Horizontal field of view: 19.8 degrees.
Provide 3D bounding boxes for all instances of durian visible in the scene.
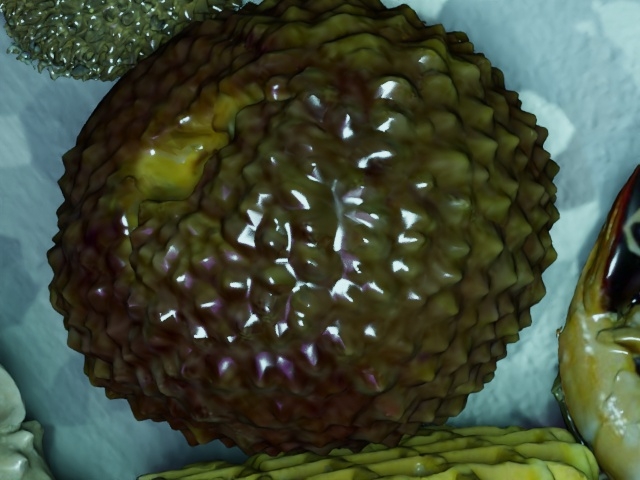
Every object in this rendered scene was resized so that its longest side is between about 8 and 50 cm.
[{"bbox_3d":[-0.113,-0.161,1.032,0.188,0.091,0.148,-39,97,12],"label":"durian"}]

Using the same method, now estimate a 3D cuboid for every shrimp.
[{"bbox_3d":[0.196,0.018,1.013,0.152,0.063,0.287,-17,72,21],"label":"shrimp"}]

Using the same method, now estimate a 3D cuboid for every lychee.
[{"bbox_3d":[0.000,0.000,0.982,0.267,0.267,0.268,1,104,6],"label":"lychee"}]

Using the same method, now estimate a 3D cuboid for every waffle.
[{"bbox_3d":[0.010,0.145,0.993,0.309,0.283,0.065,-11,91,28],"label":"waffle"}]

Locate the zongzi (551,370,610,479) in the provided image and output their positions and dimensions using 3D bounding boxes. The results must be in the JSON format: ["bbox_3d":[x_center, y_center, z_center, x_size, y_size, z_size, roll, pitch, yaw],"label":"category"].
[{"bbox_3d":[0.243,0.135,1.050,0.187,0.084,0.184,-15,83,11],"label":"zongzi"}]

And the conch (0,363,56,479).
[{"bbox_3d":[-0.274,0.169,1.040,0.324,0.186,0.263,-10,119,-14],"label":"conch"}]
